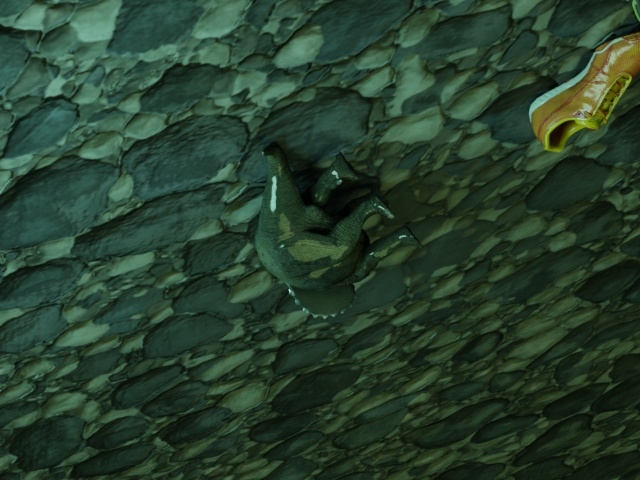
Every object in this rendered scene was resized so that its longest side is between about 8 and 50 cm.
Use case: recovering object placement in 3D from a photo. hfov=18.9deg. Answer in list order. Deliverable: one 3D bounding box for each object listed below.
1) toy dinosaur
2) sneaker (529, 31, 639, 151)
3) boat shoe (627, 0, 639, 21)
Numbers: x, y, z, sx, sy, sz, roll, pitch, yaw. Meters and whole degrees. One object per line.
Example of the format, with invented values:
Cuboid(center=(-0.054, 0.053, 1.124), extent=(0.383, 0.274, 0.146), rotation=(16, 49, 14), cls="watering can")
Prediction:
Cuboid(center=(0.000, 0.000, 2.040), extent=(0.160, 0.121, 0.313), rotation=(-40, 156, 6), cls="toy dinosaur")
Cuboid(center=(0.296, -0.156, 2.030), extent=(0.064, 0.067, 0.175), rotation=(7, 140, -42), cls="sneaker")
Cuboid(center=(0.323, -0.281, 1.808), extent=(0.081, 0.068, 0.228), rotation=(-20, 154, -4), cls="boat shoe")
